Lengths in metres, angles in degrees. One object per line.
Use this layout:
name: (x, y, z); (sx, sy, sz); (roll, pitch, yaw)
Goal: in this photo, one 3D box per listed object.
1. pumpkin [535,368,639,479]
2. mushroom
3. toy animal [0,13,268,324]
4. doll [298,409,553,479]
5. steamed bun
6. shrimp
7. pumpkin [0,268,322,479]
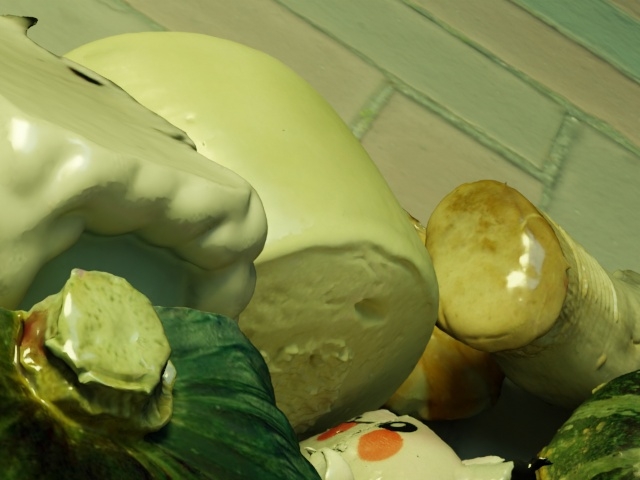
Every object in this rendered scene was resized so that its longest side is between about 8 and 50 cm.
pumpkin: (0.213, 0.163, 0.810); (0.190, 0.146, 0.190); (23, 35, -17)
mushroom: (0.165, 0.048, 0.902); (0.351, 0.095, 0.122); (23, 53, -61)
toy animal: (-0.144, -0.006, 0.542); (0.208, 0.156, 0.204); (32, 13, 37)
doll: (0.001, 0.143, 0.691); (0.192, 0.149, 0.095); (-13, 80, -36)
steamed bun: (-0.039, -0.006, 0.745); (0.200, 0.155, 0.250); (61, 1, 29)
shrimp: (0.000, 0.000, 0.933); (0.317, 0.062, 0.164); (48, 36, 17)
pumpkin: (-0.111, 0.157, 0.452); (0.293, 0.263, 0.197); (1, 52, -47)
